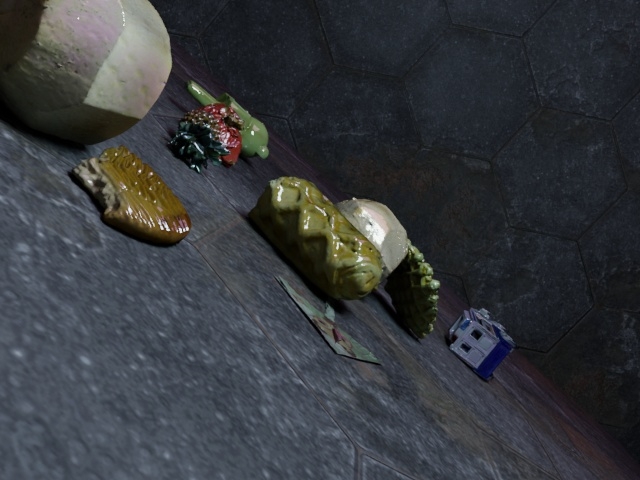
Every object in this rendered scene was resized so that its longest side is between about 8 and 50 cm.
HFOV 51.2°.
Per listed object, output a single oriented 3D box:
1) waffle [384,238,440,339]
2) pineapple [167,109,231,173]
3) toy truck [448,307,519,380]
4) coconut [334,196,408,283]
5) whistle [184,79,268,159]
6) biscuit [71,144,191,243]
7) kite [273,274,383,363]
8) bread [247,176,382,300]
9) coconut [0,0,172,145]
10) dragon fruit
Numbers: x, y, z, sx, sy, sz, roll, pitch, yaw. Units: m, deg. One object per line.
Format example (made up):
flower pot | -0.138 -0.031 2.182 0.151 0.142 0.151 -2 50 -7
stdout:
waffle | 0.198 0.101 1.473 0.208 0.054 0.214 -115 -159 -45
pineapple | -0.228 -0.197 1.275 0.103 0.083 0.221 39 12 -19
toy truck | 0.426 0.262 1.812 0.155 0.124 0.268 38 10 3
coconut | 0.082 0.000 1.397 0.194 0.194 0.194 41 9 -8
whistle | -0.232 -0.300 1.687 0.288 0.106 0.131 37 12 -36
biscuit | -0.229 -0.067 0.809 0.176 0.031 0.228 34 12 -50
kite | 0.015 0.122 1.045 0.229 0.012 0.250 42 7 -9
bread | 0.000 0.000 1.181 0.267 0.130 0.152 45 0 23
coconut | -0.289 -0.231 0.800 0.237 0.197 0.237 36 10 -7
dragon fruit | -0.231 -0.250 1.453 0.162 0.106 0.083 48 11 18
